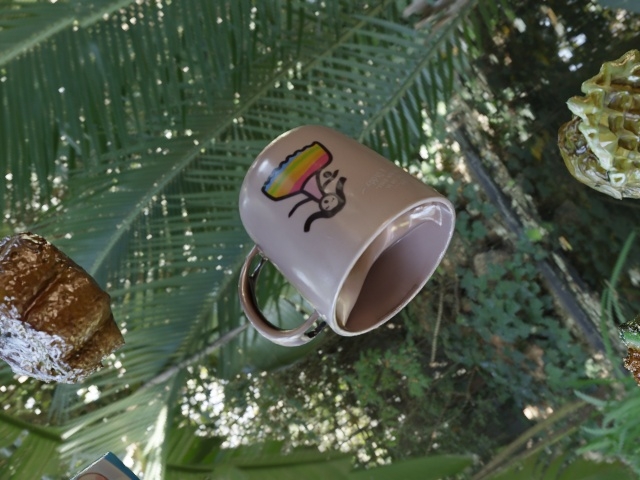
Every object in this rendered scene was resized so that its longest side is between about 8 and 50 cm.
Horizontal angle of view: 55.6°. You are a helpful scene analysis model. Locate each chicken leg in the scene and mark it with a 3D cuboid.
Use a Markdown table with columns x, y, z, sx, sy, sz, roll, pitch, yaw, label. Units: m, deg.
| x | y | z | sx | sy | sz | roll | pitch | yaw | label |
| --- | --- | --- | --- | --- | --- | --- | --- | --- | --- |
| 0.683 | -0.131 | 1.219 | 0.430 | 0.152 | 0.201 | 26 | -162 | 11 | chicken leg |

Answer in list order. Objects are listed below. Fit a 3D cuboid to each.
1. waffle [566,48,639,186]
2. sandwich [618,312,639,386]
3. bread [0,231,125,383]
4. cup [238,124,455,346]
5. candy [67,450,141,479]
| x | y | z | sx | sy | sz | roll | pitch | yaw | label |
| --- | --- | --- | --- | --- | --- | --- | --- | --- | --- |
| 0.546 | -0.213 | 1.019 | 0.223 | 0.204 | 0.054 | 53 | -176 | -18 | waffle |
| 0.648 | 0.279 | 1.032 | 0.250 | 0.162 | 0.300 | -129 | 30 | -77 | sandwich |
| -0.395 | 0.103 | 0.879 | 0.232 | 0.246 | 0.135 | 32 | -132 | -1 | bread |
| 0.000 | 0.000 | 0.723 | 0.200 | 0.253 | 0.191 | 41 | 177 | 31 | cup |
| -0.388 | 0.456 | 0.854 | 0.100 | 0.305 | 0.157 | 43 | -163 | 9 | candy |
